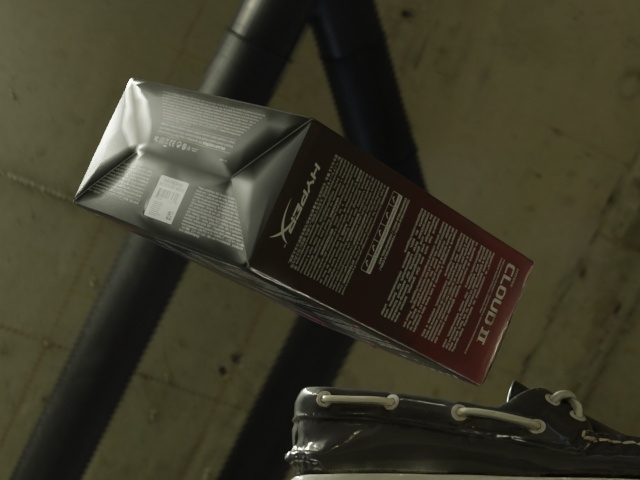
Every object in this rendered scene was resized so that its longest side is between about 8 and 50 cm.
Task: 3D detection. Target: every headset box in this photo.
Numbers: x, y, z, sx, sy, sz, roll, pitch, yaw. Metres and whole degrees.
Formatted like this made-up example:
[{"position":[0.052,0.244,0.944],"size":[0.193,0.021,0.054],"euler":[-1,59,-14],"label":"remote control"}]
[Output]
[{"position":[0.000,0.000,1.033],"size":[0.293,0.218,0.110],"euler":[29,-97,-42],"label":"headset box"}]

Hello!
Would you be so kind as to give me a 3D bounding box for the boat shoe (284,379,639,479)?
[{"position":[0.053,0.057,0.379],"size":[0.125,0.046,0.038],"euler":[-3,-112,10],"label":"boat shoe"}]
